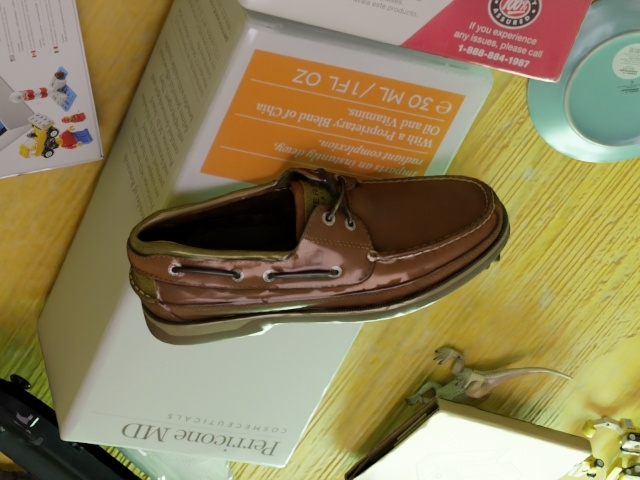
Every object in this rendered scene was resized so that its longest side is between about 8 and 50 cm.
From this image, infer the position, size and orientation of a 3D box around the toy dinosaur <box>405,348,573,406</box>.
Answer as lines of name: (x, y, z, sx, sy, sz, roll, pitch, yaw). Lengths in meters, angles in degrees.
toy dinosaur: (0.152, 0.144, 1.996, 0.183, 0.053, 0.092, -27, 144, 17)

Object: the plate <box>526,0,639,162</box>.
plate: (0.281, -0.142, 1.809, 0.188, 0.024, 0.188, -7, 129, -8)

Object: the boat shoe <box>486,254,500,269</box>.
boat shoe: (0.110, 0.001, 1.784, 0.073, 0.080, 0.223, -23, 174, 13)

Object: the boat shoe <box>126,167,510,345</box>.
boat shoe: (0.000, 0.000, 1.569, 0.307, 0.110, 0.104, -16, 133, -4)

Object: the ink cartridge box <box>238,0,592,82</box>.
ink cartridge box: (0.106, -0.344, 1.481, 0.279, 0.160, 0.384, 12, 114, -23)

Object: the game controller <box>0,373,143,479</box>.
game controller: (-0.234, 0.214, 1.883, 0.067, 0.166, 0.319, -54, 127, -12)

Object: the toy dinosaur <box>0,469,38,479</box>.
toy dinosaur: (-0.387, 0.235, 1.913, 0.268, 0.064, 0.118, 31, 103, -31)

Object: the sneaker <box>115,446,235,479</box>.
sneaker: (-0.115, 0.218, 1.967, 0.094, 0.080, 0.212, -49, 132, -5)

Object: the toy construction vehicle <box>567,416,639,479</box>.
toy construction vehicle: (0.311, 0.223, 2.104, 0.098, 0.035, 0.086, 8, 136, -17)

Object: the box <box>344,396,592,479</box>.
box: (0.151, 0.229, 2.039, 0.201, 0.021, 0.164, 17, 136, -30)

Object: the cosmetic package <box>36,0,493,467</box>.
cosmetic package: (-0.061, -0.025, 1.714, 0.230, 0.161, 0.453, 10, 126, -25)

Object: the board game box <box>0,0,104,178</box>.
board game box: (-0.294, -0.181, 1.611, 0.193, 0.053, 0.305, -11, 129, -7)
